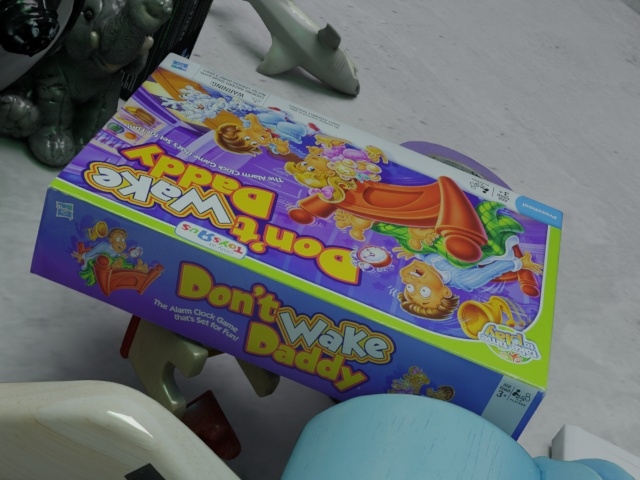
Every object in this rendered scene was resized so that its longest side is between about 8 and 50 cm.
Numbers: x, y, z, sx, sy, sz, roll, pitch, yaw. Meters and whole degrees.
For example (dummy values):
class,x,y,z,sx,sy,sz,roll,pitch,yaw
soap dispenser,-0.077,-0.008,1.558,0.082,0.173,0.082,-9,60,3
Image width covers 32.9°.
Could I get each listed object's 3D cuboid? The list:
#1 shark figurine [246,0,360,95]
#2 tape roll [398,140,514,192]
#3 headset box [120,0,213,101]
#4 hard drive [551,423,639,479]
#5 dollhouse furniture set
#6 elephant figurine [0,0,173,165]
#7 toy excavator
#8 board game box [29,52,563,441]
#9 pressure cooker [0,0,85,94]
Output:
class,x,y,z,sx,sy,sz,roll,pitch,yaw
shark figurine,-0.068,-0.298,1.554,0.278,0.116,0.166,42,-2,6
tape roll,0.158,-0.039,1.360,0.189,0.080,0.189,22,31,-14
headset box,-0.271,-0.344,1.302,0.283,0.246,0.131,29,31,2
hard drive,0.303,0.314,0.987,0.203,0.040,0.307,27,30,-2
dollhouse furniture set,-0.021,0.076,0.936,0.374,0.201,0.152,-11,48,-39
elephant figurine,-0.238,-0.208,1.127,0.186,0.239,0.169,32,31,5
toy excavator,-0.027,0.193,0.681,0.445,0.433,0.222,54,28,-13
board game box,0.000,0.000,0.804,0.347,0.078,0.233,22,34,1
pressure cooker,-0.402,-0.263,0.902,0.370,0.375,0.420,-14,72,-57
